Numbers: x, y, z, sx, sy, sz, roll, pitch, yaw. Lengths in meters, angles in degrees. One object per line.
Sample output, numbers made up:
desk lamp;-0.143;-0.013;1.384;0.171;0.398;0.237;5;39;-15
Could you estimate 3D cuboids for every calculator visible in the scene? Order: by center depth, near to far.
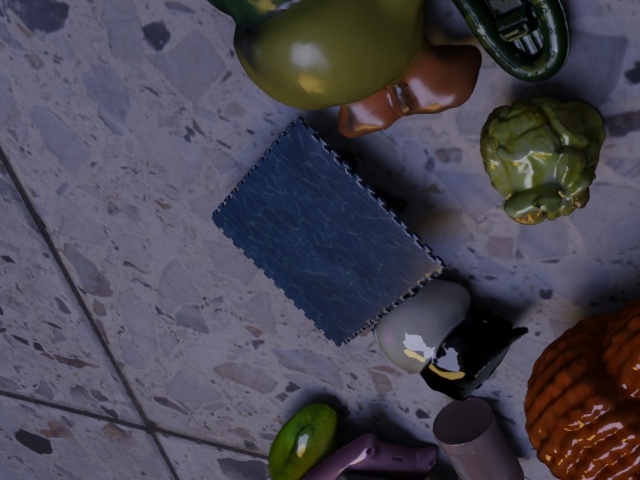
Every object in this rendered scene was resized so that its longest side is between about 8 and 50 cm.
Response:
calculator;0.062;0.425;1.656;0.194;0.043;0.294;16;134;-29

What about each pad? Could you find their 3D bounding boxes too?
pad;0.000;0.000;1.269;0.269;0.012;0.269;44;138;-1

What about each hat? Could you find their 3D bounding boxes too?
hat;0.418;0.151;1.078;0.285;0.285;0.400;27;136;5

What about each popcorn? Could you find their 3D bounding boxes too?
popcorn;0.232;-0.088;1.041;0.135;0.162;0.141;33;166;-5

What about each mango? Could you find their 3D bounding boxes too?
mango;-0.020;0.366;1.686;0.125;0.111;0.233;1;138;-25

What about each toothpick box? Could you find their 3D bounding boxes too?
toothpick box;0.244;0.327;1.486;0.098;0.098;0.149;-5;127;36

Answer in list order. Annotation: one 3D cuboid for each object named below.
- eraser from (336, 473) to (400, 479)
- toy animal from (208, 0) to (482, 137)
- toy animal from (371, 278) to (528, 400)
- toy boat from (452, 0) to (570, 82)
eraser;0.185;0.464;1.607;0.352;0.077;0.111;11;143;-13
toy animal;-0.008;-0.243;0.992;0.216;0.191;0.338;-15;124;48
toy animal;0.171;0.123;1.311;0.179;0.138;0.166;34;121;10
toy boat;0.181;-0.251;0.976;0.104;0.052;0.210;-17;119;39
